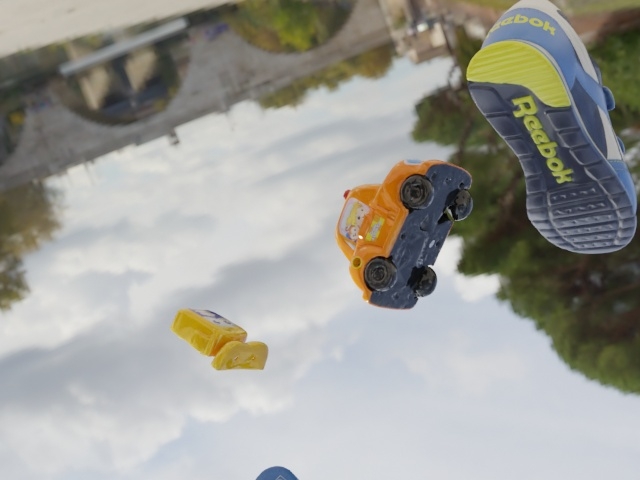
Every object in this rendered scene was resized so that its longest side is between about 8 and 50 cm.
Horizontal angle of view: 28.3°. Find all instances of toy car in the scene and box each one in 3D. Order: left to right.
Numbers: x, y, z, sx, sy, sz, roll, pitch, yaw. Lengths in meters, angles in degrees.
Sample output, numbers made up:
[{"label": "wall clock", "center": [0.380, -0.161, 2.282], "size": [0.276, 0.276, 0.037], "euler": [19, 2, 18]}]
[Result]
[{"label": "toy car", "center": [0.000, 0.000, 0.429], "size": [0.040, 0.060, 0.122], "euler": [30, -151, 35]}]

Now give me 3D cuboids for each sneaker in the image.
[{"label": "sneaker", "center": [0.117, -0.052, 0.600], "size": [0.053, 0.144, 0.059], "euler": [-7, -137, 27]}]

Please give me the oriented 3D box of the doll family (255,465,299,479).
[{"label": "doll family", "center": [-0.043, 0.265, 0.695], "size": [0.118, 0.163, 0.263], "euler": [33, -115, 26]}]
